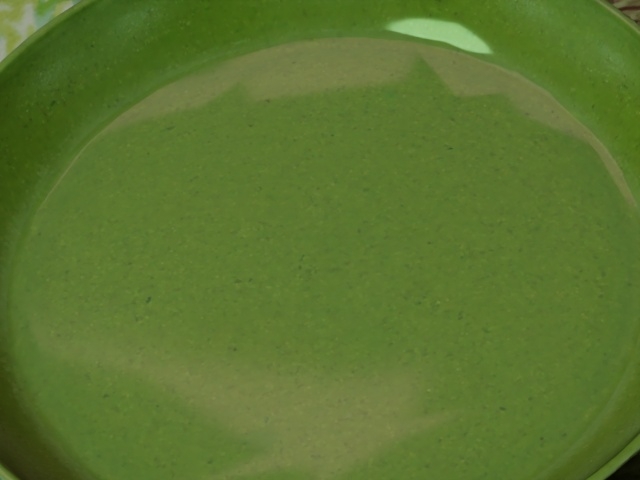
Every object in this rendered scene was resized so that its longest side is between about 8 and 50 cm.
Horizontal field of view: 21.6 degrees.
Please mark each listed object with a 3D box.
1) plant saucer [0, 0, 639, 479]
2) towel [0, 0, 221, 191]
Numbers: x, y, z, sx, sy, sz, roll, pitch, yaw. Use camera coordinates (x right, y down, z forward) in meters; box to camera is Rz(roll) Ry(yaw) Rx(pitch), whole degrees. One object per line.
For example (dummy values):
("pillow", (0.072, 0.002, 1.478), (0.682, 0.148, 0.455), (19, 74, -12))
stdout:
("plant saucer", (0.000, 0.000, 0.497), (0.241, 0.037, 0.241), (-3, 50, 3))
("towel", (-0.230, -0.063, 0.648), (0.320, 0.090, 0.374), (-27, 57, -7))
